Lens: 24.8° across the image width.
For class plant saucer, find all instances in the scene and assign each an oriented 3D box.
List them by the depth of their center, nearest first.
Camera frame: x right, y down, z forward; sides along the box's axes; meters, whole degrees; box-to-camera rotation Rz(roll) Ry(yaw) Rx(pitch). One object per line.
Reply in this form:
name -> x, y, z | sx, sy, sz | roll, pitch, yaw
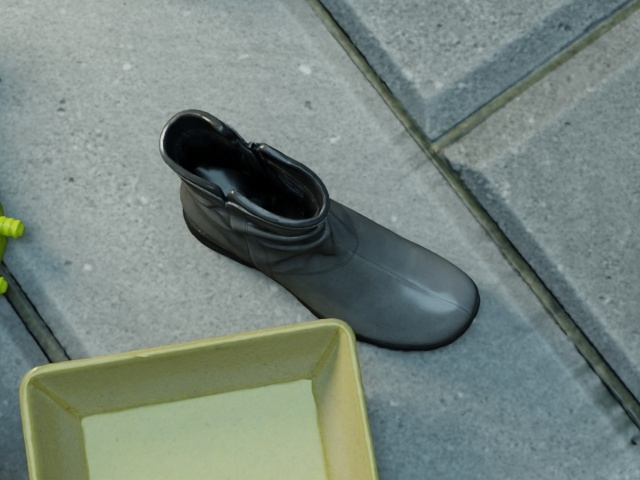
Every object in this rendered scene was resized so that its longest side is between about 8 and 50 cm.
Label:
plant saucer -> -0.106, 0.266, 1.423 | 0.333, 0.081, 0.332 | -9, 77, -2

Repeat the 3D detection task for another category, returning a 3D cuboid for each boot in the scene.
boot -> 0.000, 0.000, 1.413 | 0.338, 0.222, 0.118 | 21, 77, 5

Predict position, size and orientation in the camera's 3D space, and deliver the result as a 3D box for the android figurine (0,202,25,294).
android figurine -> -0.444, -0.011, 1.503 | 0.273, 0.056, 0.248 | 15, 77, 5
